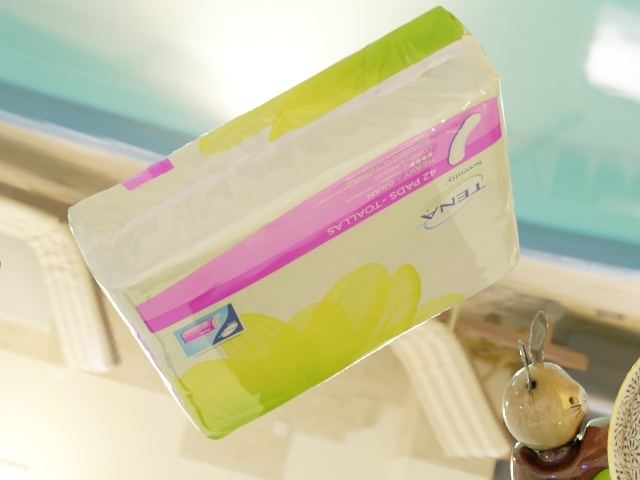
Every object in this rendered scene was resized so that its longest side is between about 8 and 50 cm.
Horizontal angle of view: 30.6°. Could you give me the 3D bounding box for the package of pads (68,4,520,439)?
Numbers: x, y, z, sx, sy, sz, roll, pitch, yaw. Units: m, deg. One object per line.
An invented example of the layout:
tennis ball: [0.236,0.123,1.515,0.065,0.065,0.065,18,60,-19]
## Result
package of pads: [0.000,0.000,0.840,0.101,0.296,0.229,56,171,36]

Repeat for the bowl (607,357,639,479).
bowl: [0.251,0.130,0.721,0.170,0.170,0.080,14,172,1]

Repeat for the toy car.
toy car: [0.240,0.168,1.149,0.149,0.188,0.155,-16,-171,25]
